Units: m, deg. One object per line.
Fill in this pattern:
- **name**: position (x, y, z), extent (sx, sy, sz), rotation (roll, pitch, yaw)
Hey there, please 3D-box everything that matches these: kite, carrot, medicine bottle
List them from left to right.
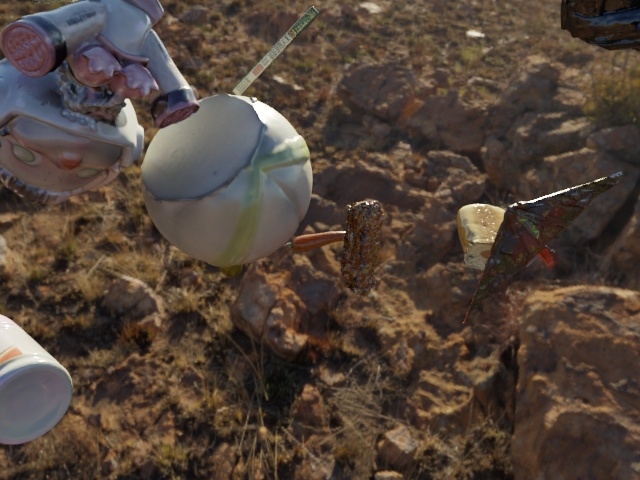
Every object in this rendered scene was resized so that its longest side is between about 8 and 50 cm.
- **medicine bottle**: position (-0.747, 0.316, 1.372), extent (0.315, 0.202, 0.202), rotation (19, 35, 40)
- **carrot**: position (0.000, 0.000, 1.192), extent (0.142, 0.035, 0.035), rotation (-11, 35, 5)
- **kite**: position (0.218, 0.003, 0.608), extent (0.189, 0.232, 0.009), rotation (29, 22, -50)

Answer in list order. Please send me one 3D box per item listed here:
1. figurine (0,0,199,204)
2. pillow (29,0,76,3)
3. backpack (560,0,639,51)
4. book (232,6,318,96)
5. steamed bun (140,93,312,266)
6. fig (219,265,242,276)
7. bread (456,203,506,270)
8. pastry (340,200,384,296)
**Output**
- **figurine**: position (-0.358, -0.198, 0.863), extent (0.253, 0.361, 0.211), rotation (31, 43, -32)
- **pillow**: position (-0.399, -0.473, 0.946), extent (0.169, 0.059, 0.255), rotation (-28, 58, 8)
- **backpack**: position (0.491, -0.389, 0.897), extent (0.258, 0.206, 0.133), rotation (-12, 36, 0)
- **book**: position (-0.113, -0.454, 1.419), extent (0.027, 0.264, 0.202), rotation (44, 7, -14)
- **steamed bun**: position (-0.147, -0.084, 1.043), extent (0.309, 0.310, 0.309), rotation (5, 35, -3)
- **fig**: position (-0.281, 0.073, 1.842), extent (0.073, 0.088, 0.074), rotation (7, 55, -10)
- **bread**: position (0.403, -0.009, 1.422), extent (0.134, 0.085, 0.173), rotation (3, 42, 3)
- **pastry**: position (0.066, 0.011, 0.996), extent (0.063, 0.170, 0.087), rotation (15, 14, 29)
